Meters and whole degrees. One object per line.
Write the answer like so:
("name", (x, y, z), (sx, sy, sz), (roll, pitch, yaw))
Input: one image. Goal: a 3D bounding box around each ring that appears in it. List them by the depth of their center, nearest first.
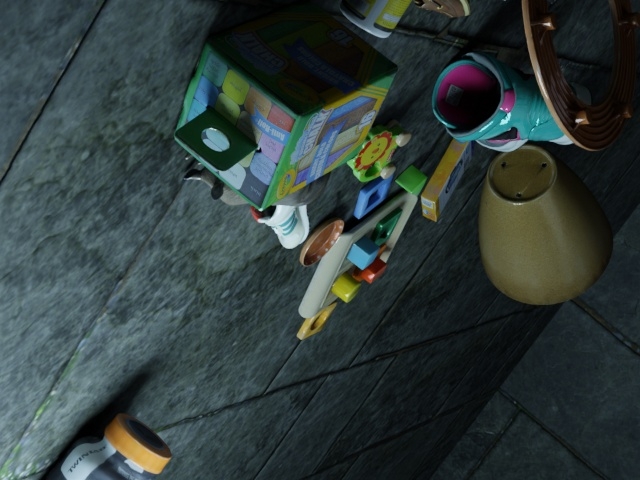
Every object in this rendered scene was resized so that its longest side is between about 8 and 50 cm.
("ring", (0.349, -0.285, 1.872), (0.336, 0.032, 0.336), (10, 78, -55))

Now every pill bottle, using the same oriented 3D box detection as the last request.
("pill bottle", (0.076, -0.281, 1.542), (0.116, 0.065, 0.065), (-56, 161, 21))
("pill bottle", (-0.293, 0.335, 1.801), (0.245, 0.130, 0.130), (-52, 162, 4))

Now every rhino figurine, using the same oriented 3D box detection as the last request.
("rhino figurine", (-0.066, -0.085, 1.588), (0.243, 0.073, 0.106), (0, 125, -55))

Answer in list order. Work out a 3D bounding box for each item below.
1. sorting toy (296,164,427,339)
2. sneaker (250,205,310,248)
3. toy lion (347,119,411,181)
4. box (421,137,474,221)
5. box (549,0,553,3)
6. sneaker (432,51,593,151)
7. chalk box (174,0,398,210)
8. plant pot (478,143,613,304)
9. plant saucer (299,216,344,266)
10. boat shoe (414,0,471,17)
("sorting toy", (0.065, 0.028, 2.158), (0.196, 0.047, 0.347), (-31, 154, -44))
("sneaker", (-0.053, -0.038, 1.761), (0.075, 0.057, 0.161), (-24, 154, -21))
("toy lion", (0.070, -0.116, 1.919), (0.096, 0.034, 0.100), (-24, 150, -39))
("box", (0.196, -0.103, 2.199), (0.136, 0.028, 0.081), (-62, 165, -16))
("box", (0.258, -0.387, 1.651), (0.147, 0.077, 0.180), (22, 110, -44))
("sneaker", (0.229, -0.186, 2.009), (0.295, 0.178, 0.124), (-178, -81, -69))
("chalk box", (-0.050, -0.132, 1.439), (0.213, 0.132, 0.132), (-32, 155, -46))
("plant pot", (0.370, -0.050, 2.475), (0.237, 0.237, 0.254), (-46, 148, -10))
("plant saucer", (0.000, 0.000, 2.004), (0.083, 0.013, 0.083), (-42, 160, -19))
("boat shoe", (0.130, -0.297, 1.662), (0.060, 0.064, 0.178), (-22, 165, 14))
